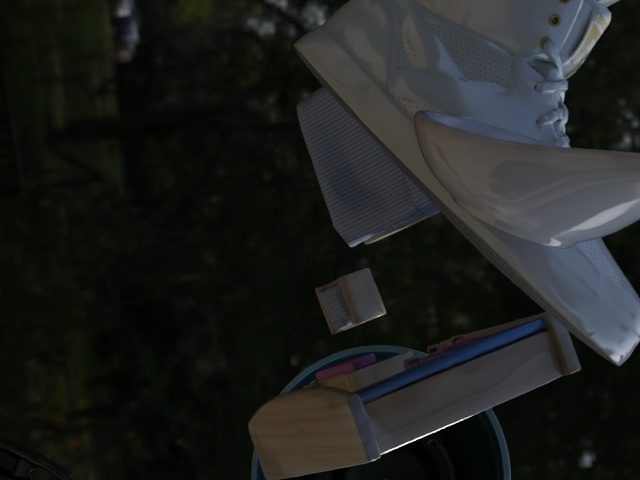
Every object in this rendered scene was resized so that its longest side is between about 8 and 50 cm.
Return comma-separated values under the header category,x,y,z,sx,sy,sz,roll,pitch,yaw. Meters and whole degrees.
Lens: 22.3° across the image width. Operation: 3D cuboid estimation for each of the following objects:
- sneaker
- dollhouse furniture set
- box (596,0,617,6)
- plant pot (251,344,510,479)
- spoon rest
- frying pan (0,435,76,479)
category,x,y,z,sx,sy,sz,roll,pitch,yaw
sneaker,0.138,-0.075,1.023,0.292,0.169,0.108,48,-1,12
dollhouse furniture set,0.000,0.000,1.198,0.286,0.198,0.303,-23,-94,56
box,0.173,-0.280,1.378,0.038,0.145,0.186,-23,-98,57
plant pot,0.073,0.269,1.821,0.255,0.271,0.272,68,11,-78
spoon rest,0.160,-0.020,0.863,0.276,0.137,0.084,35,-72,44
frying pan,-0.322,0.140,1.153,0.326,0.197,0.053,44,10,35
